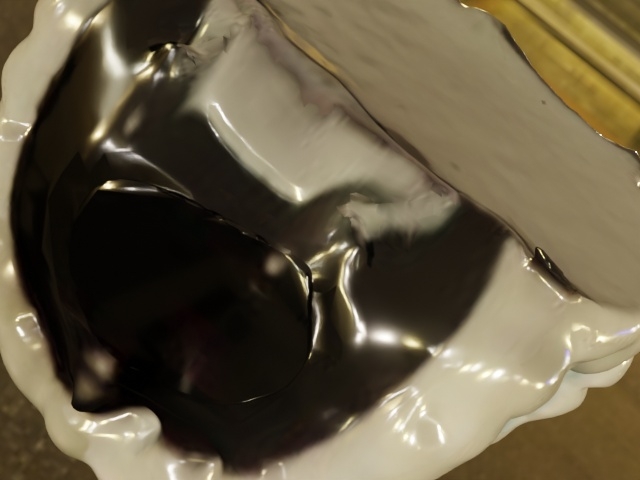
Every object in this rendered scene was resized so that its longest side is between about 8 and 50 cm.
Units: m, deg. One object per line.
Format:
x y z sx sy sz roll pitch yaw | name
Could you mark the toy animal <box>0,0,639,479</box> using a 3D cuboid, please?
0.000 0.000 0.529 0.208 0.156 0.204 46 27 17 | toy animal
